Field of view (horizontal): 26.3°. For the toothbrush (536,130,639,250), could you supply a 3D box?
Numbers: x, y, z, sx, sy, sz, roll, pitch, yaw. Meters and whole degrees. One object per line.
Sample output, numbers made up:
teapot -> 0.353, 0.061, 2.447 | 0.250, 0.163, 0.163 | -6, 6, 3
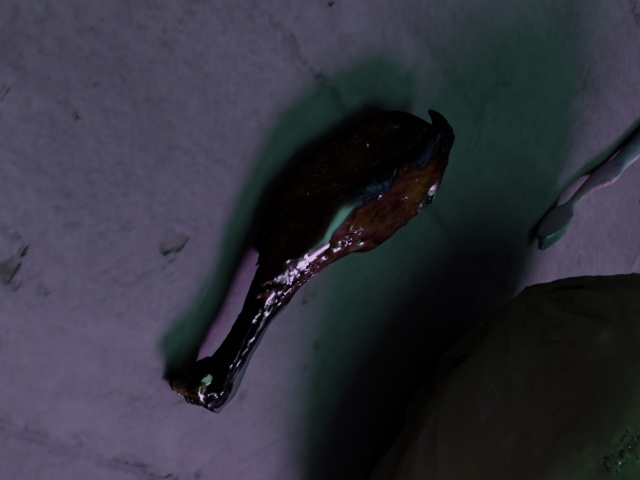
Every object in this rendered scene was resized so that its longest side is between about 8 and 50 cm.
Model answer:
toothbrush -> 0.269, -0.070, 1.241 | 0.269, 0.021, 0.027 | -40, 157, -35

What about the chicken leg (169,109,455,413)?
chicken leg -> 0.000, 0.000, 0.833 | 0.253, 0.051, 0.106 | -44, 152, -25

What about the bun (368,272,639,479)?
bun -> 0.174, 0.171, 1.043 | 0.362, 0.234, 0.326 | -39, 180, 11
